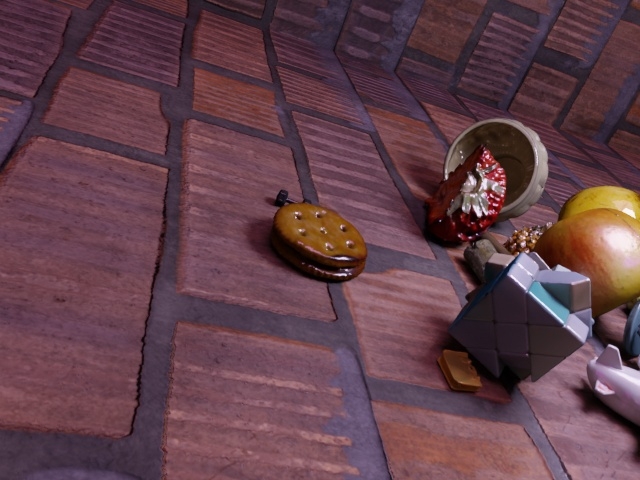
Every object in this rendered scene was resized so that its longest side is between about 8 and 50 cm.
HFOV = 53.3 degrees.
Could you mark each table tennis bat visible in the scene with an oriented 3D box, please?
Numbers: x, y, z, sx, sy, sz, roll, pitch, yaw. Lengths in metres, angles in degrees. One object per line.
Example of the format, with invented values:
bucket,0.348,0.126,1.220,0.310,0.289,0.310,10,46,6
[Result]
table tennis bat,0.774,0.210,1.509,0.237,0.149,0.038,25,-5,-43

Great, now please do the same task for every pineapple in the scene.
pineapple,0.582,0.011,1.691,0.176,0.136,0.161,-4,38,-40

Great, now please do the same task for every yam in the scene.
yam,0.407,0.072,1.522,0.078,0.078,0.179,11,33,-22

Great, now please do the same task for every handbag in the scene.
handbag,0.253,0.239,1.162,0.061,0.027,0.083,11,32,-21

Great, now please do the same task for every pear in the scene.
pear,0.786,-0.019,1.759,0.281,0.280,0.280,18,28,-10

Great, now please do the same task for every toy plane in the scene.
toy plane,0.636,0.305,1.239,0.252,0.118,0.252,19,30,-12

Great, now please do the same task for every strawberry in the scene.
strawberry,0.380,-0.088,1.677,0.150,0.280,0.253,33,64,-4

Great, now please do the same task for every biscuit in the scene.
biscuit,0.000,0.000,1.348,0.221,0.066,0.220,18,29,-10

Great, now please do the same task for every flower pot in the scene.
flower pot,0.529,-0.200,1.887,0.307,0.307,0.244,39,15,28

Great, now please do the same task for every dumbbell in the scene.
dumbbell,-0.063,-0.089,1.489,0.083,0.035,0.040,21,29,-4

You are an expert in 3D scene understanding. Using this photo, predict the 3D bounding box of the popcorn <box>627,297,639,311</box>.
popcorn,0.876,0.177,1.651,0.145,0.126,0.126,44,56,6

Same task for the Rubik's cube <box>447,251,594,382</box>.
Rubik's cube,0.392,0.127,1.219,0.224,0.265,0.213,45,35,9

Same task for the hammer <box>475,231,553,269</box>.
hammer,0.469,0.074,1.537,0.044,0.168,0.440,-16,26,-4

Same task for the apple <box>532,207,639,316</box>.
apple,0.644,0.053,1.506,0.286,0.286,0.232,-6,65,-43

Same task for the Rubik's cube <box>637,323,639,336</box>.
Rubik's cube,0.883,0.212,1.330,0.259,0.254,0.260,22,25,-25
